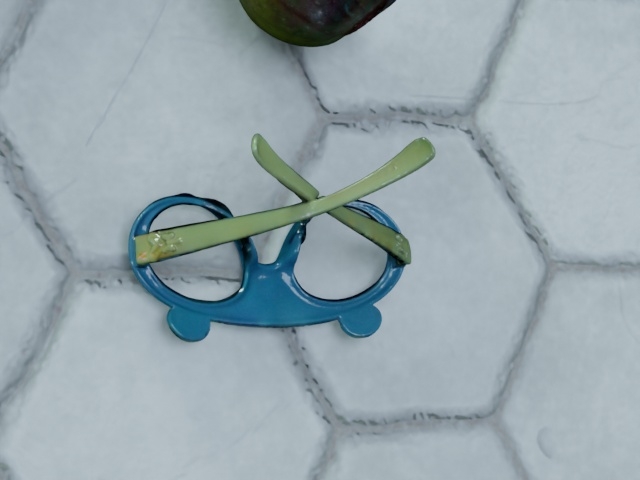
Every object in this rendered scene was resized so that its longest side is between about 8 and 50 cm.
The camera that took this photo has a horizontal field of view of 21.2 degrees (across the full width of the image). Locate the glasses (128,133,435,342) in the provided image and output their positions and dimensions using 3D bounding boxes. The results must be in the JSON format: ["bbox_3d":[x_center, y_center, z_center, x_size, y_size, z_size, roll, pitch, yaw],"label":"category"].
[{"bbox_3d":[-0.012,-0.027,1.288,0.239,0.207,0.102,3,44,-30],"label":"glasses"}]

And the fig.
[{"bbox_3d":[-0.029,-0.271,1.336,0.149,0.149,0.245,-28,82,-29],"label":"fig"}]
